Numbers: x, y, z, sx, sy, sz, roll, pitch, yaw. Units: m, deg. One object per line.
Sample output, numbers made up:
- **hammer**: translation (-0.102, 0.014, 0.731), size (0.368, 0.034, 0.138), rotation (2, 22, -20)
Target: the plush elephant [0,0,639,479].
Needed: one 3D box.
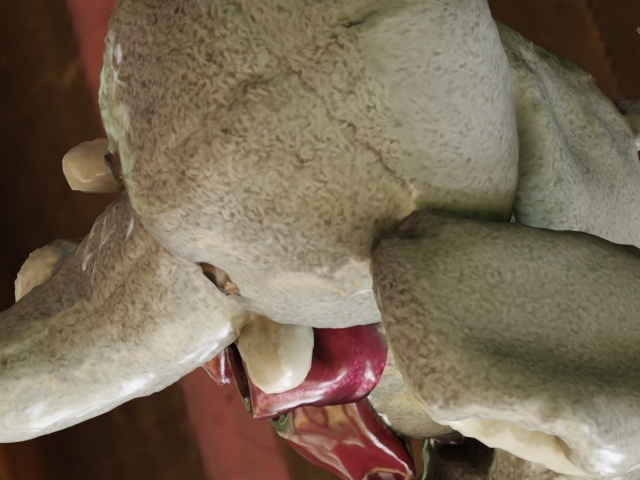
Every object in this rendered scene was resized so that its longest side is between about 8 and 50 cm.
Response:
- **plush elephant**: translation (0.000, 0.000, 0.574), size (0.330, 0.255, 0.272), rotation (-45, -118, 20)
